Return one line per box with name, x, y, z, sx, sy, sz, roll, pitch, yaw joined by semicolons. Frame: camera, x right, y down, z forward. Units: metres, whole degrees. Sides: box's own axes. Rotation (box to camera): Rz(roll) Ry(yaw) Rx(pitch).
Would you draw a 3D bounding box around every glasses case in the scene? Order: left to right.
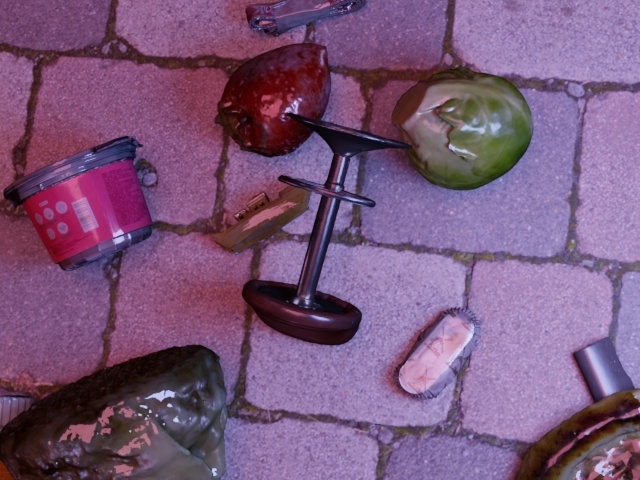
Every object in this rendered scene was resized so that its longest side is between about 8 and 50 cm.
glasses case;0.513;0.268;1.808;0.072;0.042;0.191;-21;79;-5

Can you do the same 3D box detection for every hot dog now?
hot dog;0.212;0.200;1.847;0.099;0.053;0.192;37;83;10

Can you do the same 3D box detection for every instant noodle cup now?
instant noodle cup;-0.419;-0.055;1.876;0.258;0.302;0.182;-24;92;-41

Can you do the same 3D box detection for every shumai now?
shumai;-0.306;0.383;1.767;0.395;0.395;0.348;-23;100;2

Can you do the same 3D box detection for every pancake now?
pancake;0.462;0.464;1.743;0.427;0.067;0.305;-44;76;6

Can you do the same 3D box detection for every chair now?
chair;0.000;0.000;1.771;0.226;0.226;0.401;16;98;9

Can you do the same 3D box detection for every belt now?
belt;-0.027;-0.444;1.979;0.232;0.071;0.053;-14;72;1

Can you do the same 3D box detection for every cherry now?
cherry;-0.071;-0.266;1.894;0.175;0.192;0.250;44;79;-24

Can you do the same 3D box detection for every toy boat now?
toy boat;-0.110;-0.049;1.921;0.206;0.064;0.072;-31;64;0

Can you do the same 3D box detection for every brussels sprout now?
brussels sprout;0.252;-0.197;1.823;0.244;0.244;0.244;-1;80;6

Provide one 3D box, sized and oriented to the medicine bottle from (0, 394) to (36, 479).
medicine bottle;-0.591;0.435;1.840;0.158;0.158;0.318;1;79;7
